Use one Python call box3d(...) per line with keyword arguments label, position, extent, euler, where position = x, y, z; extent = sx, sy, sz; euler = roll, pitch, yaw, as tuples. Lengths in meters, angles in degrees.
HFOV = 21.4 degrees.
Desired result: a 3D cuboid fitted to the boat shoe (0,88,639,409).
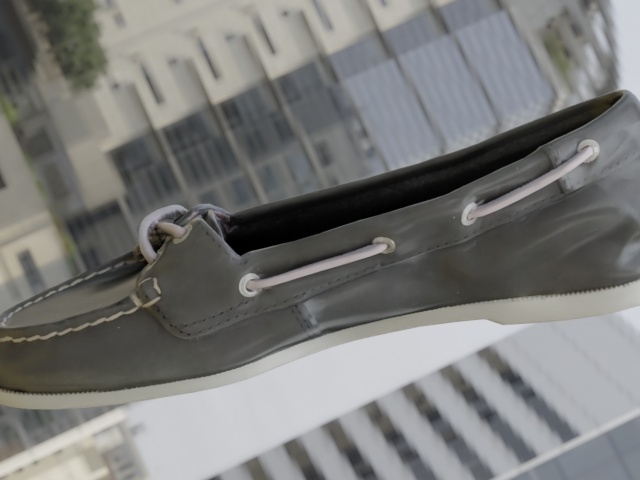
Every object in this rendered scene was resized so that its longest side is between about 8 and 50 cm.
box3d(label="boat shoe", position=(0.000, 0.000, 0.796), extent=(0.112, 0.335, 0.095), euler=(-111, -168, -73))
